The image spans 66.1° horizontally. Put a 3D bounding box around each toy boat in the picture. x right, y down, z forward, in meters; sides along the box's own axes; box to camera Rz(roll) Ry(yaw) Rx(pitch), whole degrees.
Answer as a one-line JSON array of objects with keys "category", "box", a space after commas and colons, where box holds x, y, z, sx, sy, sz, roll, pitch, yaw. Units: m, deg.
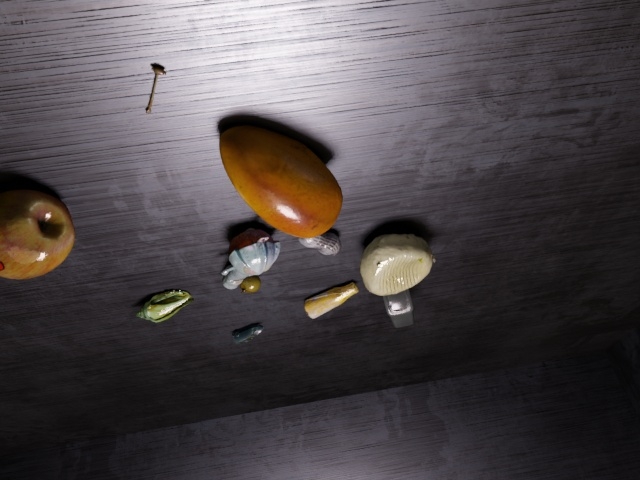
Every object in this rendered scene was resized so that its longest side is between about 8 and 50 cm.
[{"category": "toy boat", "box": [-0.293, 0.380, 2.023, 0.141, 0.055, 0.060, -25, 137, 20]}]

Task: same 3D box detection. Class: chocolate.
[{"category": "chocolate", "box": [0.044, 0.220, 1.868, 0.220, 0.085, 0.086, -29, 144, 19]}, {"category": "chocolate", "box": [0.000, 0.000, 1.512, 0.167, 0.072, 0.072, 22, 135, -38]}]

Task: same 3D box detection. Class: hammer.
[{"category": "hammer", "box": [-0.338, -0.302, 0.998, 0.029, 0.014, 0.123, 15, 143, -21]}]

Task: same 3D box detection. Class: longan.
[{"category": "longan", "box": [-0.241, 0.150, 1.661, 0.075, 0.083, 0.075, 24, 145, 18]}]

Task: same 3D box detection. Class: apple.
[{"category": "apple", "box": [-0.698, -0.015, 1.154, 0.188, 0.210, 0.211, -24, 145, 22]}]

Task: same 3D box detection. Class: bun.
[{"category": "bun", "box": [0.238, 0.067, 1.613, 0.260, 0.160, 0.259, -16, 138, -15]}]

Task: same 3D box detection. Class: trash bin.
[{"category": "trash bin", "box": [0.288, 0.215, 1.839, 0.101, 0.176, 0.236, -16, 151, 6]}]

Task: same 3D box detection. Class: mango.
[{"category": "mango", "box": [-0.094, -0.144, 1.174, 0.350, 0.199, 0.201, 37, 96, -34]}]

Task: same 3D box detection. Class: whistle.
[{"category": "whistle", "box": [-0.227, 0.062, 1.502, 0.142, 0.133, 0.346, -40, 178, -36]}]

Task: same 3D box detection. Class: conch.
[{"category": "conch", "box": [-0.546, 0.227, 1.695, 0.201, 0.079, 0.095, -33, 131, 3]}]
